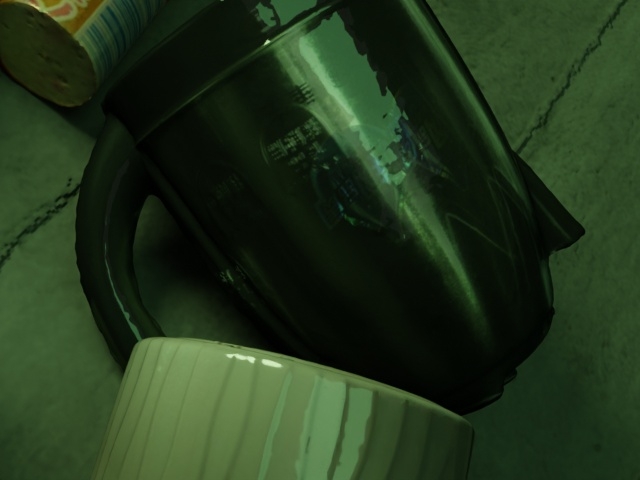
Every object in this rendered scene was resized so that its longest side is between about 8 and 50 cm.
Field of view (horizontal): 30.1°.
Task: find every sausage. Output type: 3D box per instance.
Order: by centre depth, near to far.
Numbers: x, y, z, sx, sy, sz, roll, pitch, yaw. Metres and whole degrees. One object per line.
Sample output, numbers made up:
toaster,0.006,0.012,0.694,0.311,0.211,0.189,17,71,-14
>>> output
sausage,-0.130,-0.237,0.904,0.093,0.093,0.312,37,55,-11

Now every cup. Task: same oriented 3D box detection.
cup,-0.017,0.216,0.666,0.288,0.208,0.273,23,75,-34

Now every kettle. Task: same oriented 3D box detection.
kettle,0.000,0.000,0.821,0.321,0.228,0.324,-35,94,-10
